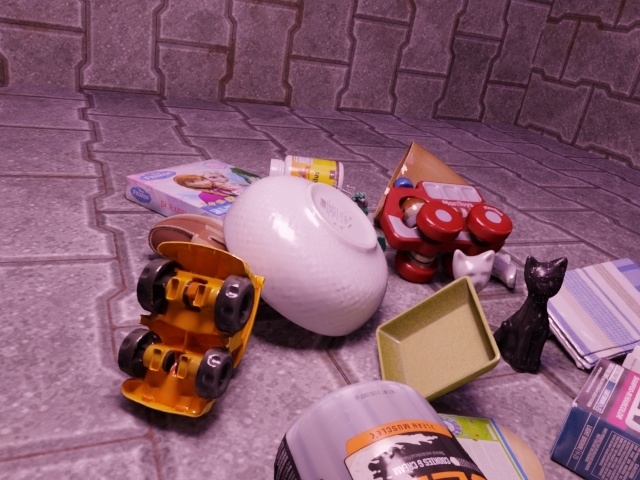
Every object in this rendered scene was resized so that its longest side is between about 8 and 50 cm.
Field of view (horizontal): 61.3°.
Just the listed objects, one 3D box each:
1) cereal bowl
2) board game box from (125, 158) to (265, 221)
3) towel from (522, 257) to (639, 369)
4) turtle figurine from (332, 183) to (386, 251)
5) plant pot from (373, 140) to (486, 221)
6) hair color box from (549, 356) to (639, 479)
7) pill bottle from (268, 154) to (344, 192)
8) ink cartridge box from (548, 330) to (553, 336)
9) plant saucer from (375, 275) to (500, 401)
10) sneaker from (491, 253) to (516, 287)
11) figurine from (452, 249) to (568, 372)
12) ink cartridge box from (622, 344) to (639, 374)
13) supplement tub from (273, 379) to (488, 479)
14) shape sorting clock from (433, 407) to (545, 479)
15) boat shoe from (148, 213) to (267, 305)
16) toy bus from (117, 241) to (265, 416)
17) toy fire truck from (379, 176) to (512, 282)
[{"bbox_3d":[0.000,0.000,0.988,0.339,0.141,0.338,33,29,-21],"label":"cereal bowl"},{"bbox_3d":[-0.281,-0.123,1.428,0.318,0.065,0.319,22,26,26],"label":"board game box"},{"bbox_3d":[0.573,0.137,1.081,0.285,0.034,0.209,-12,48,-17],"label":"towel"},{"bbox_3d":[0.062,-0.035,1.274,0.118,0.175,0.234,31,20,-37],"label":"turtle figurine"},{"bbox_3d":[0.309,-0.109,1.471,0.255,0.237,0.237,26,25,2],"label":"plant pot"},{"bbox_3d":[0.514,0.306,0.717,0.347,0.105,0.174,26,28,31],"label":"hair color box"},{"bbox_3d":[-0.045,-0.188,1.606,0.215,0.117,0.117,6,24,-7],"label":"pill bottle"},{"bbox_3d":[0.449,0.170,1.095,0.083,0.028,0.048,-12,33,-40],"label":"ink cartridge box"},{"bbox_3d":[0.181,0.168,0.839,0.045,0.188,0.188,45,23,-26],"label":"plant saucer"},{"bbox_3d":[0.430,0.074,1.291,0.061,0.053,0.152,3,17,6],"label":"sneaker"},{"bbox_3d":[0.305,0.114,0.940,0.215,0.209,0.092,6,23,-9],"label":"figurine"},{"bbox_3d":[0.573,0.245,0.894,0.143,0.092,0.090,11,24,7],"label":"ink cartridge box"},{"bbox_3d":[0.088,0.291,0.472,0.194,0.193,0.316,-1,26,-23],"label":"supplement tub"},{"bbox_3d":[0.183,0.286,0.709,0.207,0.040,0.206,8,17,-2],"label":"shape sorting clock"},{"bbox_3d":[-0.203,0.036,1.035,0.325,0.123,0.116,16,26,18],"label":"boat shoe"},{"bbox_3d":[-0.167,0.130,0.794,0.150,0.220,0.211,11,-10,14],"label":"toy bus"},{"bbox_3d":[0.274,-0.047,1.260,0.303,0.169,0.253,2,43,-19],"label":"toy fire truck"}]
